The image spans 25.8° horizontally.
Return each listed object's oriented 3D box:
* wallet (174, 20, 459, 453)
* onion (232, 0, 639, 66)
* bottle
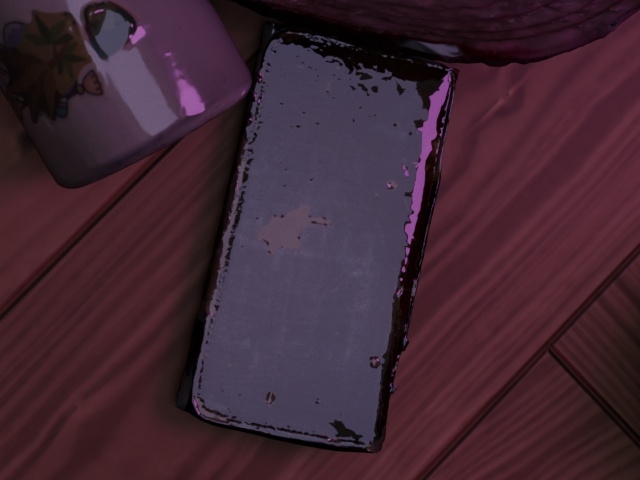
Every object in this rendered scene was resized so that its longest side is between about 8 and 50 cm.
[{"bbox_3d":[0.000,0.000,0.798,0.121,0.031,0.232,12,91,-10],"label":"wallet"},{"bbox_3d":[0.057,-0.225,0.688,0.272,0.256,0.230,-14,68,23],"label":"onion"},{"bbox_3d":[-0.142,-0.160,0.703,0.120,0.120,0.253,-30,100,-9],"label":"bottle"}]
